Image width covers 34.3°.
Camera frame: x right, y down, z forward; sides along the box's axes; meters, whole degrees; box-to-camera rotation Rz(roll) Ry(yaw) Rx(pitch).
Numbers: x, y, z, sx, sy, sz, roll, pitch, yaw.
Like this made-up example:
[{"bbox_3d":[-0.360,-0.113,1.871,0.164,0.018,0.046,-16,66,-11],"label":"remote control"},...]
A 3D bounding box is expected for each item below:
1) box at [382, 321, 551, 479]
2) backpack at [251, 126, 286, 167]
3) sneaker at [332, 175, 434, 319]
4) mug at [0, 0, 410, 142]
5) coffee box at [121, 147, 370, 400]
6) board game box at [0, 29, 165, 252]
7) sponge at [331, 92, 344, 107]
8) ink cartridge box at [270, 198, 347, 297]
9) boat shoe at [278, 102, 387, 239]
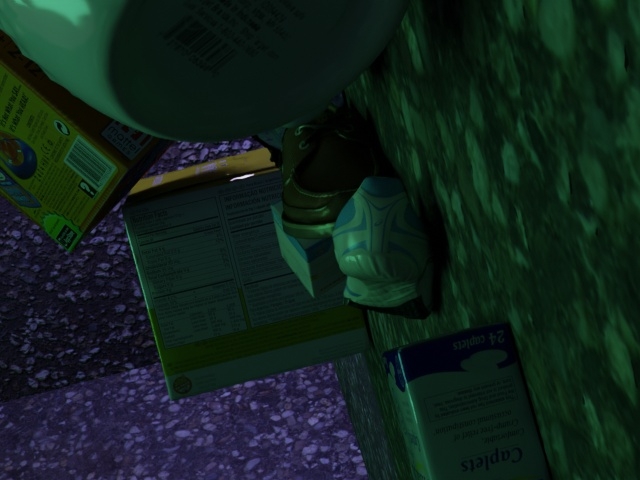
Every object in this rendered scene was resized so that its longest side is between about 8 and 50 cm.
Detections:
[{"bbox_3d":[0.095,0.129,0.682,0.126,0.072,0.137,96,159,-83],"label":"box"},{"bbox_3d":[-0.060,-0.200,1.458,0.152,0.115,0.182,69,-169,15],"label":"backpack"},{"bbox_3d":[0.058,0.014,0.874,0.237,0.085,0.086,74,-153,-74],"label":"sneaker"},{"bbox_3d":[-0.079,-0.211,0.623,0.328,0.276,0.374,63,-176,28],"label":"mug"},{"bbox_3d":[-0.130,0.031,1.785,0.337,0.338,0.334,-121,17,-77],"label":"coffee box"},{"bbox_3d":[-0.358,-0.269,1.542,0.356,0.356,0.356,41,149,-7],"label":"board game box"},{"bbox_3d":[0.012,-0.145,1.295,0.210,0.031,0.117,-129,26,-85],"label":"sponge"},{"bbox_3d":[0.000,0.000,1.394,0.090,0.092,0.143,52,164,29],"label":"ink cartridge box"},{"bbox_3d":[0.002,-0.078,1.040,0.307,0.111,0.104,-128,27,-74],"label":"boat shoe"}]
